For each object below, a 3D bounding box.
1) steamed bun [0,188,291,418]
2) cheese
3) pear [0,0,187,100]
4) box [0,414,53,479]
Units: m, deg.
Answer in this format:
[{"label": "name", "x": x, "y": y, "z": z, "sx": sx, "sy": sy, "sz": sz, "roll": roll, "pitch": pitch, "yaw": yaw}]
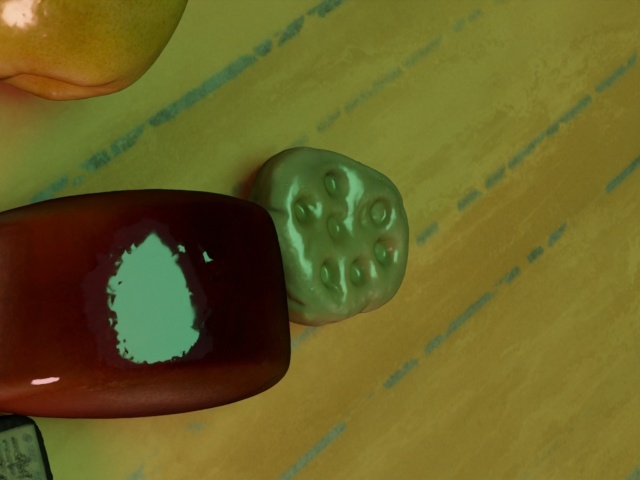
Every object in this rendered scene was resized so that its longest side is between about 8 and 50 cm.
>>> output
[{"label": "steamed bun", "x": -0.186, "y": 0.067, "z": 2.087, "sx": 0.379, "sy": 0.248, "sz": 0.235, "roll": 2, "pitch": 77, "yaw": -42}, {"label": "cheese", "x": 0.000, "y": 0.000, "z": 2.355, "sx": 0.235, "sy": 0.117, "sz": 0.218, "roll": 47, "pitch": 57, "yaw": -26}, {"label": "pear", "x": -0.275, "y": -0.300, "z": 2.065, "sx": 0.314, "sy": 0.314, "sz": 0.314, "roll": 9, "pitch": 76, "yaw": -40}, {"label": "box", "x": -0.343, "y": 0.366, "z": 2.031, "sx": 0.211, "sy": 0.058, "sz": 0.350, "roll": -15, "pitch": 92, "yaw": -43}]
